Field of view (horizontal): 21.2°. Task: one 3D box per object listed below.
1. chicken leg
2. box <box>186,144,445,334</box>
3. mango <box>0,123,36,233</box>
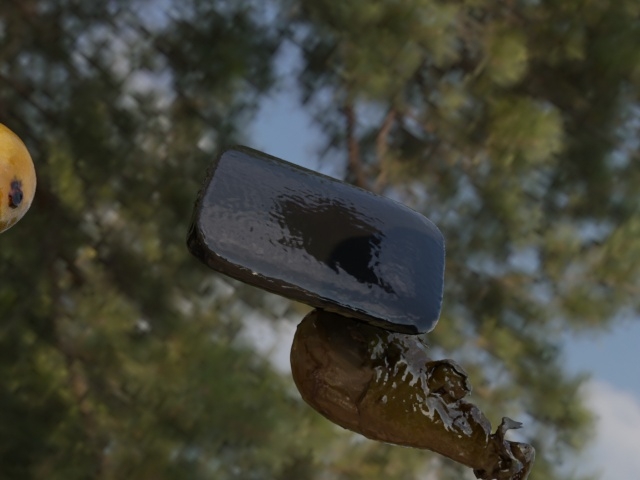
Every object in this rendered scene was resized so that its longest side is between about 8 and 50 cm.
[{"bbox_3d":[0.072,0.118,1.296,0.207,0.101,0.085,29,-65,19],"label":"chicken leg"},{"bbox_3d":[0.000,0.000,1.278,0.201,0.212,0.042,22,-66,-8],"label":"box"},{"bbox_3d":[-0.381,-0.055,1.553,0.262,0.157,0.109,7,-48,21],"label":"mango"}]
